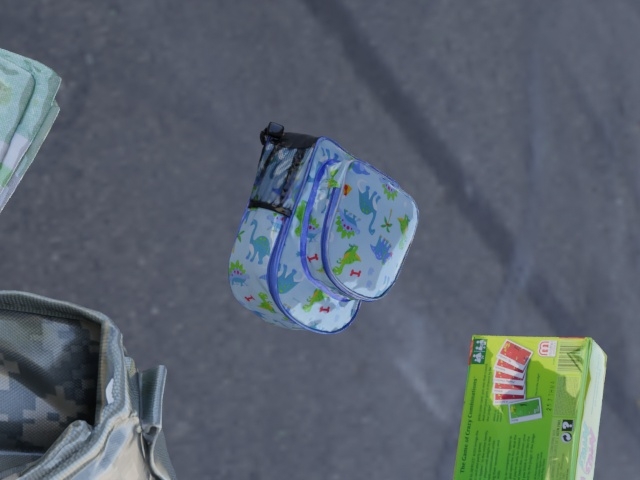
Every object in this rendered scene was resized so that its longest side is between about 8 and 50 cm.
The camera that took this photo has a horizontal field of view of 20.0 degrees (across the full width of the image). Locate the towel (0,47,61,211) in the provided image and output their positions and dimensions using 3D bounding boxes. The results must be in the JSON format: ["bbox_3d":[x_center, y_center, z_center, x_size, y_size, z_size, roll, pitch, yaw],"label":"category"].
[{"bbox_3d":[-0.329,-0.011,1.081,0.248,0.038,0.325,26,73,-6],"label":"towel"}]

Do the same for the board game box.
[{"bbox_3d":[0.146,0.160,1.291,0.043,0.092,0.181,43,52,-56],"label":"board game box"}]

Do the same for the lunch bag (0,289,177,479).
[{"bbox_3d":[-0.197,0.121,0.764,0.235,0.287,0.169,84,2,-61],"label":"lunch bag"}]

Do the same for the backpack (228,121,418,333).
[{"bbox_3d":[0.000,0.000,1.133,0.105,0.084,0.114,32,75,-46],"label":"backpack"}]
